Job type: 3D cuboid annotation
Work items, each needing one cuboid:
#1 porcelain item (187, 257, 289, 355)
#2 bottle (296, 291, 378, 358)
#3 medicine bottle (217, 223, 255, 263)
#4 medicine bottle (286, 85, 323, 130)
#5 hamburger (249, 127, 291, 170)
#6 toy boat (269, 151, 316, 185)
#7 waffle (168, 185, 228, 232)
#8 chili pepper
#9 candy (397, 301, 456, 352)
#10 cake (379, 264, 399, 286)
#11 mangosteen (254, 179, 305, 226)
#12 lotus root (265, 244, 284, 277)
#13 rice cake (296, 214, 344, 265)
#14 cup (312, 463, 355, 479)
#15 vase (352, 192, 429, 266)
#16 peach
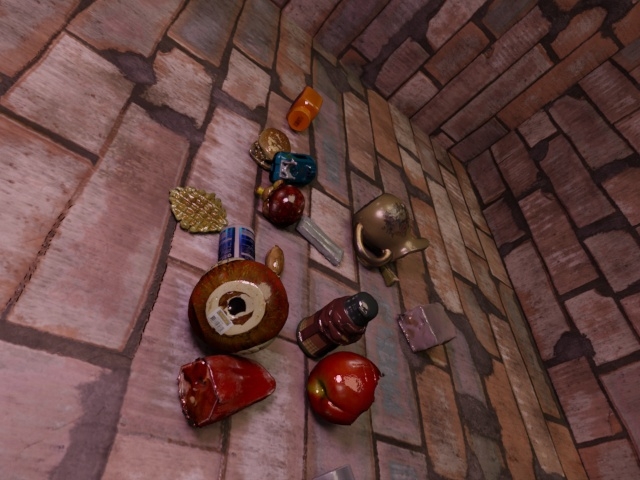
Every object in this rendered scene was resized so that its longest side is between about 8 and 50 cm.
[{"bbox_3d":[-0.204,0.166,1.052,0.253,0.253,0.252,29,40,-28],"label":"porcelain item"},{"bbox_3d":[0.060,0.243,1.214,0.143,0.271,0.156,51,34,0],"label":"bottle"},{"bbox_3d":[-0.243,0.053,1.193,0.107,0.107,0.191,23,43,-34],"label":"medicine bottle"},{"bbox_3d":[-0.081,-0.613,1.949,0.112,0.149,0.222,37,37,-19],"label":"medicine bottle"},{"bbox_3d":[-0.181,-0.347,1.611,0.185,0.131,0.159,45,38,-16],"label":"hamburger"},{"bbox_3d":[-0.078,-0.270,1.613,0.092,0.134,0.299,18,15,26],"label":"toy boat"},{"bbox_3d":[-0.368,-0.096,1.251,0.184,0.036,0.169,0,57,-49],"label":"waffle"},{"bbox_3d":[-0.210,0.340,0.986,0.144,0.136,0.253,18,3,34],"label":"chili pepper"},{"bbox_3d":[0.426,0.344,1.658,0.195,0.137,0.184,2,58,-45],"label":"candy"},{"bbox_3d":[0.280,0.140,1.777,0.051,0.055,0.140,9,35,-43],"label":"cake"},{"bbox_3d":[-0.144,-0.129,1.471,0.156,0.182,0.145,-57,149,-37],"label":"mangosteen"},{"bbox_3d":[-0.147,0.066,1.328,0.151,0.063,0.072,-93,170,-45],"label":"lotus root"},{"bbox_3d":[0.000,0.000,1.574,0.226,0.040,0.085,44,36,-11],"label":"rice cake"},{"bbox_3d":[0.035,0.630,0.992,0.128,0.095,0.129,6,51,-43],"label":"cup"},{"bbox_3d":[0.265,-0.015,1.747,0.329,0.241,0.302,-39,95,-33],"label":"vase"},{"bbox_3d":[0.079,0.413,1.159,0.226,0.196,0.189,12,84,-40],"label":"peach"}]
